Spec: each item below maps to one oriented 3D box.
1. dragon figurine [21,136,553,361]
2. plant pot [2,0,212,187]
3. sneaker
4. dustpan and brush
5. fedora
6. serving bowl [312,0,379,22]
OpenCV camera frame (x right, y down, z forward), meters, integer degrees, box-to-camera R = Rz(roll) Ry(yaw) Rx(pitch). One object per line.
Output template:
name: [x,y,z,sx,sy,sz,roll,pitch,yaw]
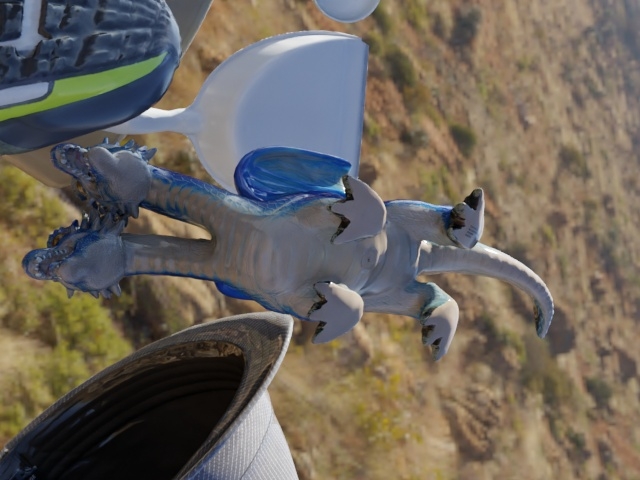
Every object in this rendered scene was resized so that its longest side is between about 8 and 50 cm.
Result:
dragon figurine: [0.000,0.000,0.542,0.289,0.144,0.085,3,101,-45]
plant pot: [-0.270,-0.247,0.905,0.280,0.323,0.323,29,45,-29]
sneaker: [-0.194,-0.035,0.418,0.121,0.299,0.111,68,9,-54]
dustpan and brush: [-0.068,-0.090,0.821,0.211,0.060,0.147,-5,106,-37]
fedora: [-0.098,0.163,0.656,0.124,0.275,0.244,55,39,-18]
serving bowl: [0.021,-0.261,1.081,0.027,0.083,0.083,17,-59,64]
